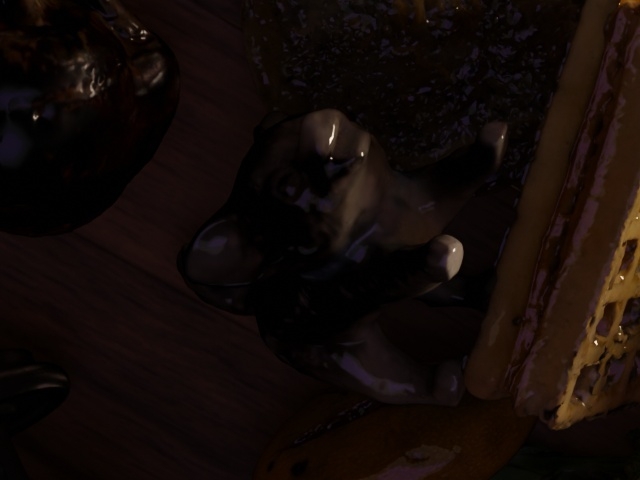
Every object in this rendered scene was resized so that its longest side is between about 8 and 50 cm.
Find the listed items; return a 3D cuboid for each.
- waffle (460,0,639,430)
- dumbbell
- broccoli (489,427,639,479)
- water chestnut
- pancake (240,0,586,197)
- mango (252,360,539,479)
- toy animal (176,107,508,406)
[{"bbox_3d":[0.264,-0.033,1.698,0.114,0.261,0.376,26,109,31],"label":"waffle"},{"bbox_3d":[-0.290,0.226,1.799,0.192,0.192,0.290,-29,78,9],"label":"dumbbell"},{"bbox_3d":[0.238,0.282,1.836,0.269,0.269,0.254,22,102,-7],"label":"broccoli"},{"bbox_3d":[-0.270,-0.136,1.682,0.289,0.289,0.244,21,75,-6],"label":"water chestnut"},{"bbox_3d":[0.093,-0.208,1.746,0.356,0.065,0.356,-1,112,-3],"label":"pancake"},{"bbox_3d":[0.070,0.186,1.818,0.295,0.177,0.120,-30,118,7],"label":"mango"},{"bbox_3d":[0.000,0.000,1.698,0.303,0.194,0.344,14,149,14],"label":"toy animal"}]
